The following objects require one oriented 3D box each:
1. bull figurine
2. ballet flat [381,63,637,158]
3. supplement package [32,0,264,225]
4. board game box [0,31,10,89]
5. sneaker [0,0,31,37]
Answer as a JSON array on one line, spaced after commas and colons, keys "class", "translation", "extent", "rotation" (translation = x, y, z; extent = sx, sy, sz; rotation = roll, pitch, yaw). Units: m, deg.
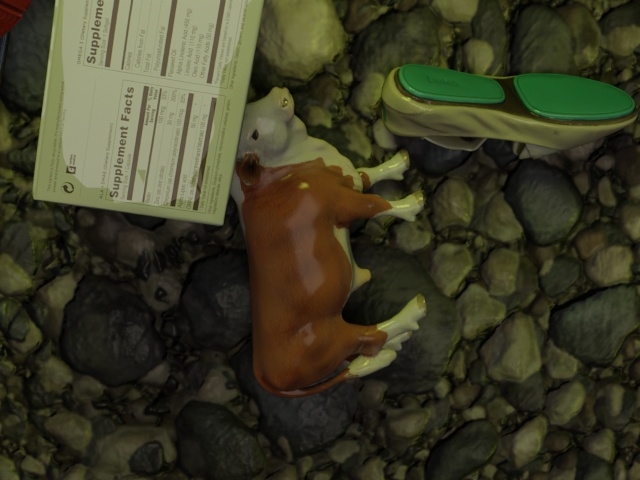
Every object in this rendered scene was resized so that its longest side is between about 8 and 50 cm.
[{"class": "bull figurine", "translation": [0.000, 0.000, 1.096], "extent": [0.189, 0.101, 0.310], "rotation": [-5, 110, -9]}, {"class": "ballet flat", "translation": [0.175, -0.118, 1.102], "extent": [0.249, 0.086, 0.086], "rotation": [6, 108, -10]}, {"class": "supplement package", "translation": [-0.141, -0.155, 0.930], "extent": [0.145, 0.262, 0.204], "rotation": [7, 108, -12]}, {"class": "board game box", "translation": [-0.361, -0.118, 1.031], "extent": [0.136, 0.035, 0.201], "rotation": [12, 107, -13]}, {"class": "sneaker", "translation": [-0.279, -0.261, 0.962], "extent": [0.087, 0.128, 0.221], "rotation": [26, 119, -41]}]
